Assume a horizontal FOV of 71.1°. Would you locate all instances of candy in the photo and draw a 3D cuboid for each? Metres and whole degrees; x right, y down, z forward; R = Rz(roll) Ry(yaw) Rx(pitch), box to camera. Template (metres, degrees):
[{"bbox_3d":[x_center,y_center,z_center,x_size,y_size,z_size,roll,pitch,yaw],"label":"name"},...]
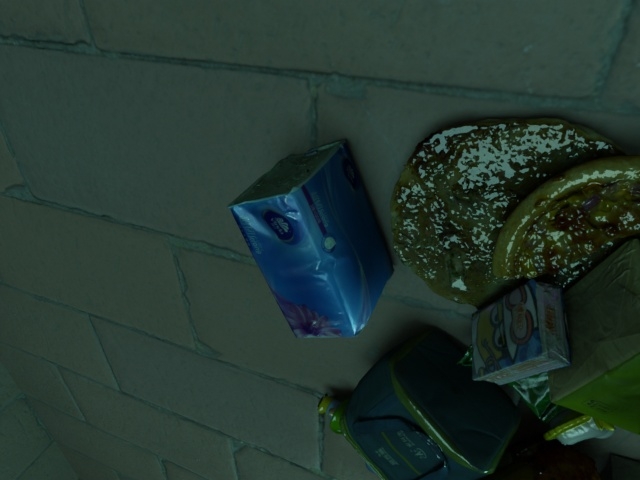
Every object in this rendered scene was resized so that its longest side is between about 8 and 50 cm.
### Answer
[{"bbox_3d":[0.359,0.207,0.773,0.203,0.078,0.141,35,119,5],"label":"candy"}]

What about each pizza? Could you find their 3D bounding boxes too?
[{"bbox_3d":[0.317,-0.024,0.567,0.246,0.058,0.127,-29,105,36],"label":"pizza"}]

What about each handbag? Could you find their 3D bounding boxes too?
[{"bbox_3d":[0.195,0.336,0.852,0.263,0.222,0.241,42,132,15],"label":"handbag"}]

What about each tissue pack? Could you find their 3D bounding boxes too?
[{"bbox_3d":[0.474,0.154,0.584,0.275,0.167,0.200,23,134,-4],"label":"tissue pack"},{"bbox_3d":[0.285,0.139,0.659,0.065,0.115,0.155,14,149,-8],"label":"tissue pack"},{"bbox_3d":[0.000,0.000,0.734,0.146,0.198,0.263,-8,118,34],"label":"tissue pack"}]

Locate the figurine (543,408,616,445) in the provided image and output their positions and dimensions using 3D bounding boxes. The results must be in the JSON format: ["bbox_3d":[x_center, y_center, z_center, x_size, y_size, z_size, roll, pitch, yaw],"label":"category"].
[{"bbox_3d":[0.461,0.300,0.763,0.109,0.130,0.178,65,148,27],"label":"figurine"}]

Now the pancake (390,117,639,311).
[{"bbox_3d":[0.273,-0.022,0.664,0.357,0.065,0.355,11,122,17],"label":"pancake"}]

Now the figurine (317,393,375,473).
[{"bbox_3d":[0.112,0.438,1.036,0.263,0.143,0.162,20,160,36],"label":"figurine"}]

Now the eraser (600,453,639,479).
[{"bbox_3d":[0.581,0.591,0.895,0.078,0.144,0.343,9,126,24],"label":"eraser"}]

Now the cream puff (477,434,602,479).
[{"bbox_3d":[0.380,0.521,0.837,0.228,0.351,0.350,58,137,23],"label":"cream puff"}]
